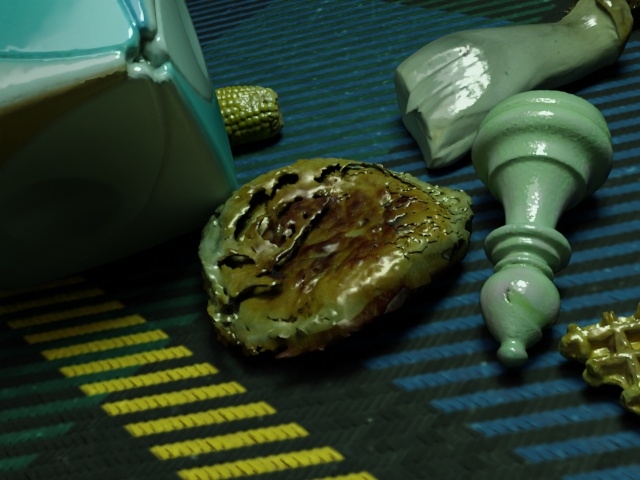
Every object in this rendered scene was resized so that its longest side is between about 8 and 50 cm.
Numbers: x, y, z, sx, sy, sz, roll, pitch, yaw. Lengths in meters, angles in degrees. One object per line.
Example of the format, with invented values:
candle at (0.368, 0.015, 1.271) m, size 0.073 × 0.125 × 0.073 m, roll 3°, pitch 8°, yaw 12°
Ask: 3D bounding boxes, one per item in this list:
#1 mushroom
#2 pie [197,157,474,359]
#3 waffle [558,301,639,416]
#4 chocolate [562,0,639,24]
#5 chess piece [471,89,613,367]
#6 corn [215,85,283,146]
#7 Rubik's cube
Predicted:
mushroom at (0.245, -0.212, 0.909) m, size 0.329 × 0.122 × 0.159 m, roll -25°, pitch 78°, yaw -8°
pie at (0.000, 0.001, 0.752) m, size 0.308 × 0.085 × 0.308 m, roll -10°, pitch 40°, yaw 9°
waffle at (0.311, 0.078, 0.590) m, size 0.192 × 0.046 × 0.160 m, roll -36°, pitch 44°, yaw -23°
chocolate at (0.510, -0.364, 1.021) m, size 0.329 × 0.065 × 0.102 m, roll -21°, pitch 26°, yaw -7°
chess piece at (0.199, -0.003, 0.680) m, size 0.139 × 0.139 × 0.271 m, roll 3°, pitch 55°, yaw 22°
corn at (-0.209, -0.163, 1.004) m, size 0.320 × 0.097 × 0.097 m, roll -5°, pitch 41°, yaw 10°
Rubik's cube at (-0.308, -0.180, 0.786) m, size 0.347 × 0.352 × 0.351 m, roll -18°, pitch 64°, yaw -1°
